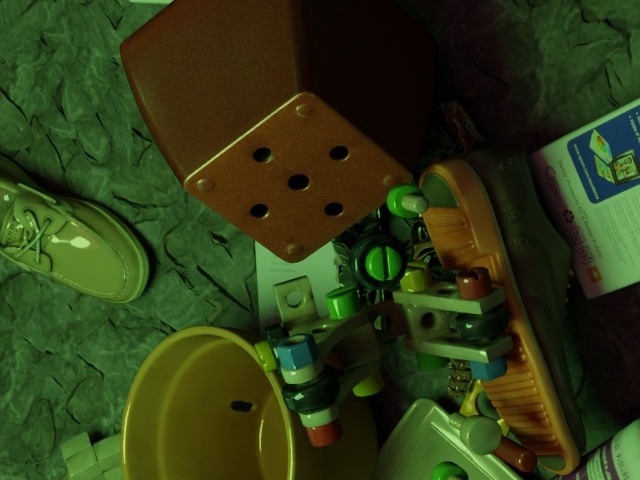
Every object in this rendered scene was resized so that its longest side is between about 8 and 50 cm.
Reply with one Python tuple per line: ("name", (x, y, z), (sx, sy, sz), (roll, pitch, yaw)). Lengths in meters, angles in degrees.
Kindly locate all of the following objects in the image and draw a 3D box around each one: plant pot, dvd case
("plant pot", (-0.033, -0.138, 1.720), (0.267, 0.267, 0.236), (-35, 40, 24))
("dvd case", (0.000, 0.000, 1.942), (0.180, 0.022, 0.253), (1, 98, 29))
("plant pot", (-0.068, 0.247, 1.889), (0.291, 0.203, 0.291), (-4, 84, 43))

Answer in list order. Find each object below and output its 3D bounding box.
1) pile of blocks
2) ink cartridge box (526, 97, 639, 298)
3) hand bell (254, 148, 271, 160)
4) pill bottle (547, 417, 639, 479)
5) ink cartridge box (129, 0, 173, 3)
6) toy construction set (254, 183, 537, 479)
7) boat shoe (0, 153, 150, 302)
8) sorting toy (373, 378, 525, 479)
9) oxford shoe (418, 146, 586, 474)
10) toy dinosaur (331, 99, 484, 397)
("pile of blocks", (-0.342, 0.407, 2.166), (0.362, 0.149, 0.112), (-58, 27, 14))
("ink cartridge box", (0.374, -0.071, 1.621), (0.371, 0.069, 0.176), (-29, 83, 56))
("hand bell", (-0.047, -0.183, 1.890), (0.126, 0.126, 0.242), (34, 118, 20))
("pill bottle", (0.291, 0.339, 1.748), (0.301, 0.169, 0.169), (-40, 79, 25))
("ink cartridge box", (-0.135, -0.355, 1.924), (0.190, 0.082, 0.140), (5, 101, 27))
("toy construction set", (0.074, 0.127, 1.695), (0.257, 0.237, 0.309), (-45, 108, -9))
("boat shoe", (-0.380, -0.010, 2.097), (0.341, 0.110, 0.122), (27, 110, 23))
("sorting toy", (0.154, 0.306, 1.897), (0.196, 0.047, 0.348), (39, 114, 14))
("oxford shoe", (0.231, 0.071, 1.711), (0.130, 0.132, 0.364), (-13, 96, 65))
("toy dinosaur", (0.129, 0.011, 1.801), (0.218, 0.164, 0.322), (-8, 74, 5))
